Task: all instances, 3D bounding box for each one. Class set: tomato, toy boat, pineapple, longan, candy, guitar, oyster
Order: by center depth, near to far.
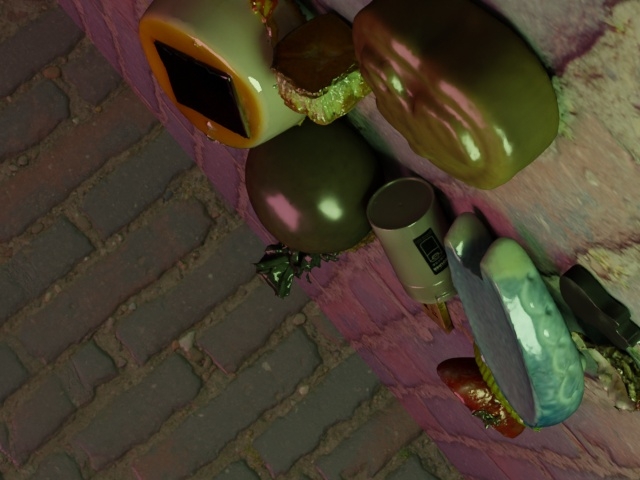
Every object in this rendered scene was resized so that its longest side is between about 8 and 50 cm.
[{"bbox_3d":[0.377,0.117,1.381,0.233,0.025,0.088,45,169,30],"label":"guitar"},{"bbox_3d":[0.382,0.169,1.482,0.103,0.051,0.148,55,-175,-47],"label":"oyster"},{"bbox_3d":[0.288,0.108,1.595,0.330,0.123,0.215,66,169,-21],"label":"toy boat"},{"bbox_3d":[-0.008,-0.095,1.804,0.246,0.215,0.246,162,90,-87],"label":"longan"},{"bbox_3d":[0.317,0.221,1.900,0.209,0.096,0.097,49,173,48],"label":"candy"},{"bbox_3d":[0.000,0.000,2.019,0.128,0.248,0.128,51,173,8],"label":"pineapple"},{"bbox_3d":[0.304,0.252,2.024,0.189,0.099,0.173,40,-164,-11],"label":"tomato"}]

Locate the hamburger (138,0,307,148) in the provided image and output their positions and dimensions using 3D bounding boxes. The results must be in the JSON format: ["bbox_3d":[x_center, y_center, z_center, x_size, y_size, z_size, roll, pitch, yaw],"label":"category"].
[{"bbox_3d":[-0.120,-0.273,1.638,0.276,0.179,0.294,28,152,35],"label":"hamburger"}]

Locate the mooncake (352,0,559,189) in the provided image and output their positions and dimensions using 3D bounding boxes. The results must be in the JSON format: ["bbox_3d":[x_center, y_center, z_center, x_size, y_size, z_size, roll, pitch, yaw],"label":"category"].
[{"bbox_3d":[0.134,-0.150,1.191,0.235,0.117,0.235,46,168,13],"label":"mooncake"}]

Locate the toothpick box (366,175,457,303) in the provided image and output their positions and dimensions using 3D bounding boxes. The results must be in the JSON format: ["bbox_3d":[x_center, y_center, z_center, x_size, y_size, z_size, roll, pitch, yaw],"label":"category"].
[{"bbox_3d":[0.149,0.001,1.740,0.111,0.111,0.181,40,166,46],"label":"toothpick box"}]

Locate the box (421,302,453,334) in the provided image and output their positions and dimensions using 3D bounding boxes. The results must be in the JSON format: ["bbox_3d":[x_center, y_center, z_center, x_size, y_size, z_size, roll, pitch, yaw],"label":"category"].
[{"bbox_3d":[0.216,0.124,2.202,0.073,0.020,0.149,43,169,31],"label":"box"}]

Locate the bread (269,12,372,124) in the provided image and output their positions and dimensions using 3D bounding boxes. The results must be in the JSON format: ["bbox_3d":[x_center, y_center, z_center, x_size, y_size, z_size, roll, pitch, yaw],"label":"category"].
[{"bbox_3d":[0.002,-0.221,1.482,0.140,0.128,0.069,42,163,36],"label":"bread"}]
